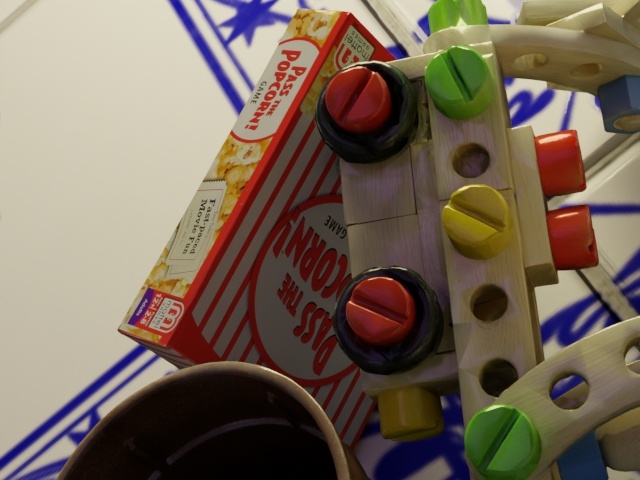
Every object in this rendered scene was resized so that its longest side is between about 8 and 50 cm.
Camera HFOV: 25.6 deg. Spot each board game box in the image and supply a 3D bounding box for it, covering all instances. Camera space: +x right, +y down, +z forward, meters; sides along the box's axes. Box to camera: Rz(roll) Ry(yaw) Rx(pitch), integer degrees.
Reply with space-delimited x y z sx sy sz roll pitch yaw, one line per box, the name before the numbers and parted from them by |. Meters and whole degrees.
board game box | 0.000 0.000 0.741 0.045 0.147 0.193 13 71 47

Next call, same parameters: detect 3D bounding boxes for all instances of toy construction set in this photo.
toy construction set | 0.117 -0.006 0.647 0.215 0.151 0.327 -10 55 13

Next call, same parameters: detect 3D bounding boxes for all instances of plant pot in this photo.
plant pot | -0.017 0.163 0.633 0.167 0.165 0.167 -19 52 26
